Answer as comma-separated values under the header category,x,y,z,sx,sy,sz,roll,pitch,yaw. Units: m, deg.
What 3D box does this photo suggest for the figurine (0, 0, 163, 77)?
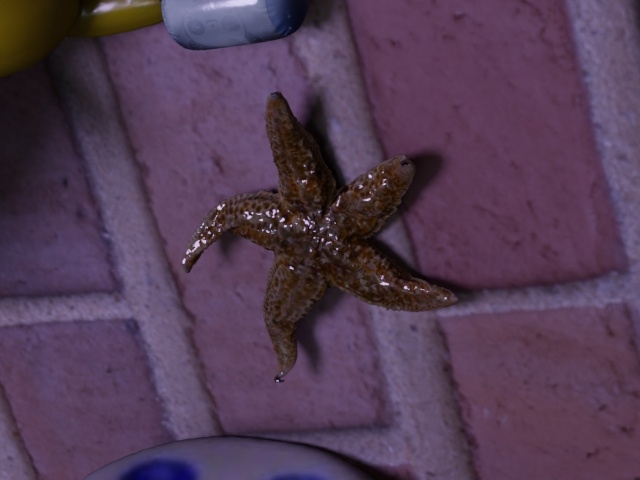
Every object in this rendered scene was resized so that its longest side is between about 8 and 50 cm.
category,x,y,z,sx,sy,sz,roll,pitch,yaw
figurine,-0.264,-0.245,1.483,0.169,0.218,0.327,31,148,56

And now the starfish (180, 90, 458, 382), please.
category,x,y,z,sx,sy,sz,roll,pitch,yaw
starfish,0.000,0.000,1.567,0.235,0.062,0.277,10,120,16

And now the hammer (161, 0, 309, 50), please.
category,x,y,z,sx,sy,sz,roll,pitch,yaw
hammer,-0.081,-0.242,1.463,0.116,0.069,0.194,-4,111,26

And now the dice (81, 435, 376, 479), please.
category,x,y,z,sx,sy,sz,roll,pitch,yaw
dice,-0.086,0.362,1.661,0.304,0.304,0.277,2,118,22
